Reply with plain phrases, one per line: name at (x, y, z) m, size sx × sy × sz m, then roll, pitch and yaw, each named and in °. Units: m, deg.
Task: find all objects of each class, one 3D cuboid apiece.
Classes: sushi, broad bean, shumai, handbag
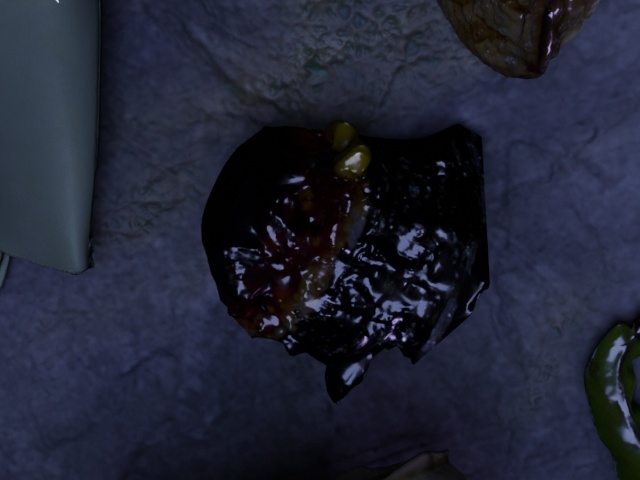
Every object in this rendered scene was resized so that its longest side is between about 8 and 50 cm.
sushi at (0.000, 0.000, 1.101) m, size 0.150 × 0.153 × 0.172 m, roll 26°, pitch 131°, yaw -22°
broad bean at (0.232, 0.147, 1.173) m, size 0.061 × 0.046 × 0.195 m, roll -12°, pitch 104°, yaw 14°
shumai at (0.134, -0.176, 1.072) m, size 0.123 × 0.105 × 0.139 m, roll 20°, pitch 104°, yaw 47°
handbag at (-0.269, -0.072, 1.139) m, size 0.241 × 0.109 × 0.315 m, roll 13°, pitch 112°, yaw 4°

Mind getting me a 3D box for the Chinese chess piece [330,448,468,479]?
Chinese chess piece at (-0.038, 0.251, 1.091) m, size 0.338 × 0.338 × 0.140 m, roll -21°, pitch 83°, yaw 13°
